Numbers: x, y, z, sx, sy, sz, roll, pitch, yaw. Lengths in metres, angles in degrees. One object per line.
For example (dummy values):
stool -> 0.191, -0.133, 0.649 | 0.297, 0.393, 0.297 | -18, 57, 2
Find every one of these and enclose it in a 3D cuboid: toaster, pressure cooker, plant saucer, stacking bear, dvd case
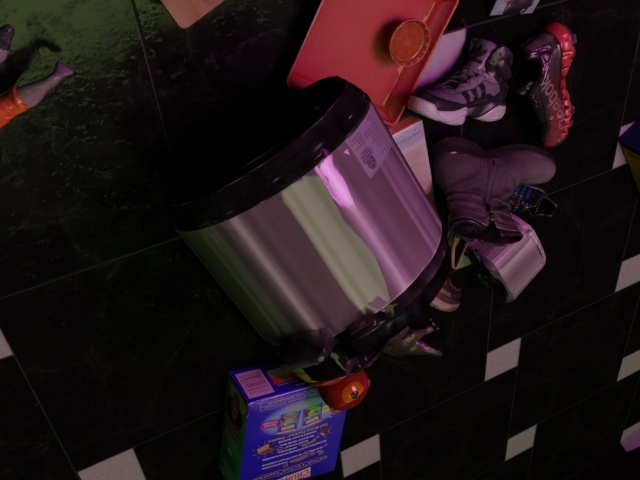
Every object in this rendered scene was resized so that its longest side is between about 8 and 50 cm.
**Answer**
toaster -> 0.441, 0.033, 1.583 | 0.146, 0.129, 0.227 | -44, 133, -3
pressure cooker -> 0.004, 0.000, 1.071 | 0.370, 0.375, 0.420 | -39, 113, -7
plant saucer -> 0.086, -0.357, 1.156 | 0.259, 0.047, 0.259 | 12, 113, -36
stacking bear -> 0.002, 0.232, 1.369 | 0.175, 0.164, 0.289 | -38, 111, -17
dvd case -> 0.369, -0.458, 1.217 | 0.087, 0.013, 0.119 | -4, 163, -5
plant saucer -> 0.155, -0.349, 1.162 | 0.084, 0.013, 0.083 | -15, 127, -21

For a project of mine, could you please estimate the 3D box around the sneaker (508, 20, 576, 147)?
sneaker -> 0.455, -0.307, 1.378 | 0.135, 0.097, 0.276 | -26, 128, -14

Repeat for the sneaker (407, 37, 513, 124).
sneaker -> 0.274, -0.308, 1.259 | 0.269, 0.101, 0.153 | -11, 123, -41

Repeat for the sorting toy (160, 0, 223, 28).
sorting toy -> -0.171, -0.475, 0.892 | 0.255, 0.089, 0.257 | -38, 133, -3

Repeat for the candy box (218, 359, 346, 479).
candy box -> -0.084, 0.428, 1.538 | 0.268, 0.122, 0.317 | -8, 123, -28

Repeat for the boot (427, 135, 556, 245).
boot -> 0.380, -0.087, 1.387 | 0.338, 0.222, 0.118 | 0, 151, -25

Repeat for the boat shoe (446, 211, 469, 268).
boat shoe -> 0.329, -0.022, 1.512 | 0.068, 0.072, 0.189 | -5, 122, -29

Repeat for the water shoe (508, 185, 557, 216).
water shoe -> 0.473, -0.096, 1.543 | 0.203, 0.080, 0.072 | 0, 120, -31

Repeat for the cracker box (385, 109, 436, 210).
cracker box -> 0.141, -0.127, 1.332 | 0.156, 0.067, 0.232 | -28, 132, -12

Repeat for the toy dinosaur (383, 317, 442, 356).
toy dinosaur -> 0.177, 0.214, 1.577 | 0.160, 0.121, 0.314 | -41, 138, 15

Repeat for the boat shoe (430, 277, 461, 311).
boat shoe -> 0.234, 0.073, 1.463 | 0.355, 0.132, 0.130 | 16, 97, -56

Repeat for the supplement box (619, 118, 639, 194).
supplement box -> 0.947, -0.182, 1.694 | 0.195, 0.194, 0.356 | -44, 133, 2

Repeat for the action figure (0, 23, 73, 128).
action figure -> -0.534, -0.172, 0.829 | 0.330, 0.178, 0.341 | -54, 134, -1
